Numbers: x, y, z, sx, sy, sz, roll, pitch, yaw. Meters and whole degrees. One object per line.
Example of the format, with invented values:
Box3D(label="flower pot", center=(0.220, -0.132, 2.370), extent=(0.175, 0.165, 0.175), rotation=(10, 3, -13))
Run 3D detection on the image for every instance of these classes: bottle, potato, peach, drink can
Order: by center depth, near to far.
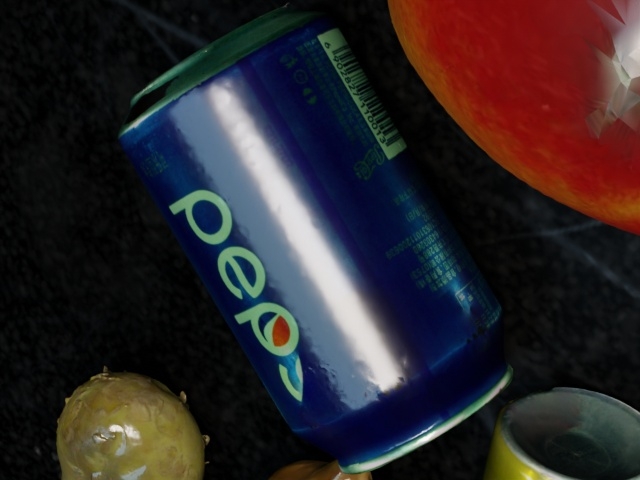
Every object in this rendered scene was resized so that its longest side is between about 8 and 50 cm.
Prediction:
Box3D(label="peach", center=(0.129, -0.104, 0.590), extent=(0.196, 0.226, 0.190), rotation=(-38, 125, 8))
Box3D(label="drink can", center=(0.000, 0.000, 0.736), extent=(0.118, 0.118, 0.205), rotation=(-28, 93, 40))
Box3D(label="bottle", center=(0.102, 0.210, 0.788), extent=(0.082, 0.082, 0.286), rotation=(23, 124, 25))
Box3D(label="potato", center=(-0.111, 0.136, 0.910), extent=(0.092, 0.070, 0.138), rotation=(23, 125, 23))

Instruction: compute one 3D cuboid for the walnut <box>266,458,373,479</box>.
Box3D(label="walnut", center=(-0.009, 0.210, 0.833), extent=(0.137, 0.137, 0.245), rotation=(21, 122, 26))
